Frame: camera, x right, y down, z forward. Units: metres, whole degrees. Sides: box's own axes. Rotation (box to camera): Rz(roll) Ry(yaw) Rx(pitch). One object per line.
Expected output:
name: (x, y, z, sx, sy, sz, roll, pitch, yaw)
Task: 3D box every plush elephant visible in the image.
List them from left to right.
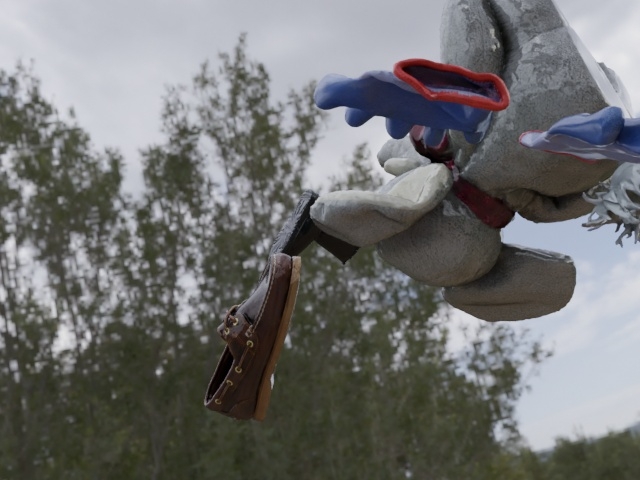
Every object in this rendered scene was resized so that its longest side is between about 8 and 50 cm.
plush elephant: (0.142, -0.066, 0.839, 0.255, 0.330, 0.272, -32, -51, 24)

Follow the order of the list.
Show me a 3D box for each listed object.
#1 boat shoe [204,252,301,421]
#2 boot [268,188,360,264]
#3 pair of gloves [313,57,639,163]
boat shoe: (-0.072, 0.103, 0.981, 0.073, 0.073, 0.207, 14, -65, -5)
boot: (0.000, 0.000, 1.244, 0.099, 0.121, 0.045, 31, -2, -24)
pair of gloves: (0.098, -0.052, 0.446, 0.198, 0.023, 0.159, 11, 2, -8)
